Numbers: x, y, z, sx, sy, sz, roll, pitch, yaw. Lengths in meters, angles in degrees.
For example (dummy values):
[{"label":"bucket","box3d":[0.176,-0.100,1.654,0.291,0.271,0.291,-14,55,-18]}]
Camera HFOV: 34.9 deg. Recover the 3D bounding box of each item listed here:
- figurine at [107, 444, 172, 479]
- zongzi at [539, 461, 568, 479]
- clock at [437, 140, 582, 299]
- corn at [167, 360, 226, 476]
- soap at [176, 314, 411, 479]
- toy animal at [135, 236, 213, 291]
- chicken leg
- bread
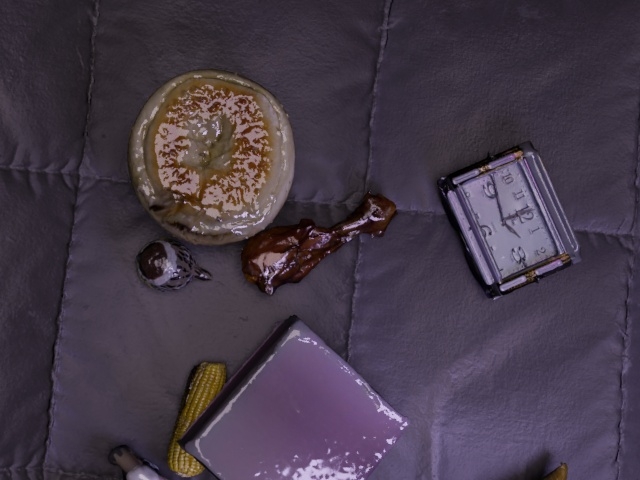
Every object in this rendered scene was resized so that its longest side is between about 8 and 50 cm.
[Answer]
[{"label":"figurine","box3d":[-0.339,0.469,1.688,0.145,0.145,0.222,34,79,-3]},{"label":"zongzi","box3d":[0.383,0.570,1.777,0.288,0.134,0.286,-35,96,-16]},{"label":"clock","box3d":[0.339,-0.039,1.838,0.186,0.083,0.253,-23,89,-8]},{"label":"corn","box3d":[-0.212,0.306,1.752,0.072,0.072,0.203,16,82,-5]},{"label":"soap","box3d":[-0.043,0.324,1.717,0.285,0.107,0.296,46,73,-11]},{"label":"toy animal","box3d":[-0.252,0.046,1.755,0.137,0.098,0.098,15,84,-6]},{"label":"chicken leg","box3d":[0.000,0.000,1.801,0.304,0.093,0.113,-23,106,-16]},{"label":"bread","box3d":[-0.188,-0.140,1.747,0.306,0.159,0.305,1,84,-10]}]
